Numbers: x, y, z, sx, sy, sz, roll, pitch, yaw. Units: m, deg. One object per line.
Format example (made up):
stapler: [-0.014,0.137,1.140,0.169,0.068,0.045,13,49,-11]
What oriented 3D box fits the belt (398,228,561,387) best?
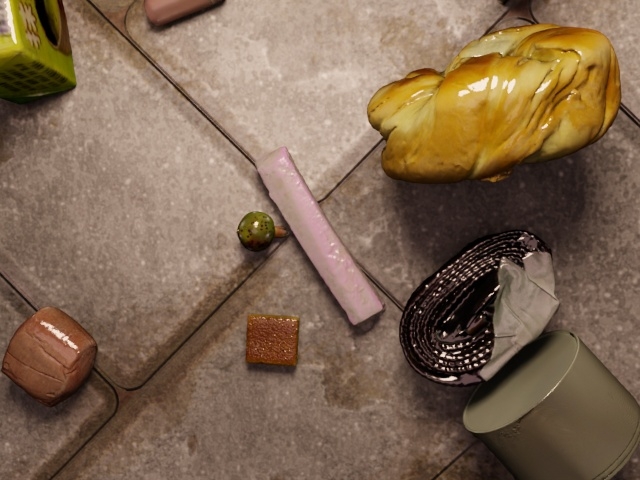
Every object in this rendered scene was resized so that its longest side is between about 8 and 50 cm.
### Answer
belt: [0.257,0.107,0.938,0.184,0.164,0.289,45,98,10]

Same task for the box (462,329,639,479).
box: [0.359,0.271,0.908,0.226,0.226,0.149,-42,89,8]

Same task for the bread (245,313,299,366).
bread: [-0.087,0.180,1.048,0.095,0.035,0.090,3,96,6]

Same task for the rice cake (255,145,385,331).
rice cake: [0.000,0.000,1.013,0.073,0.056,0.364,-32,90,10]

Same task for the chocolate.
chocolate: [-0.516,-0.395,0.929,0.137,0.289,0.300,-9,94,-4]

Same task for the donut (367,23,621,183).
donut: [0.245,-0.203,0.837,0.361,0.360,0.169,-15,108,8]

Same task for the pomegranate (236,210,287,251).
pomegranate: [-0.106,-0.011,1.021,0.085,0.073,0.073,34,98,-22]

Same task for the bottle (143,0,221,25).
bottle: [-0.234,-0.421,1.005,0.140,0.053,0.053,-19,92,8]

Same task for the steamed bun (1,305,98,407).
steamed bun: [-0.491,0.215,1.068,0.145,0.106,0.175,36,112,-3]

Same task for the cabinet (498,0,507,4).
cabinet: [0.275,-0.514,0.877,0.148,0.175,0.215,-44,88,8]
